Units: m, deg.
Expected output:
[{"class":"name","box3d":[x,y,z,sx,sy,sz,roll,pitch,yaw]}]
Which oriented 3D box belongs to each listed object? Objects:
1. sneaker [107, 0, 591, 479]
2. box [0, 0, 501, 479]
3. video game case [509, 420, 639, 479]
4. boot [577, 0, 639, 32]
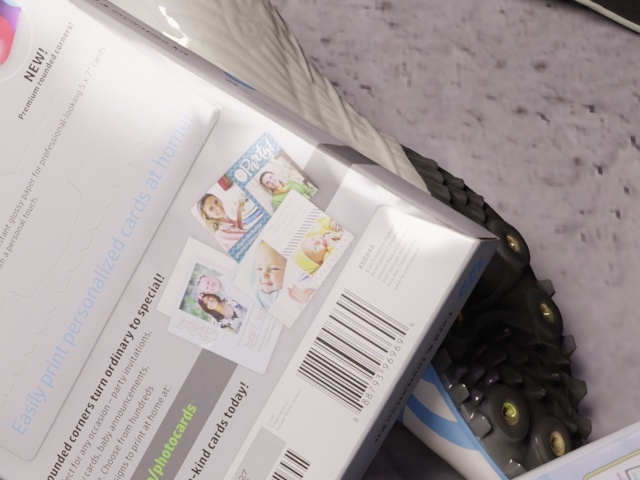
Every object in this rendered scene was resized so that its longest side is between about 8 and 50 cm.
[{"class":"sneaker","box3d":[0.000,0.000,0.584,0.237,0.086,0.085,49,36,10]},{"class":"box","box3d":[-0.060,0.014,0.534,0.186,0.038,0.145,31,99,14]},{"class":"video game case","box3d":[0.148,0.174,0.472,0.244,0.061,0.269,-21,66,-19]},{"class":"boot","box3d":[0.128,-0.178,0.699,0.244,0.088,0.176,15,55,9]}]
